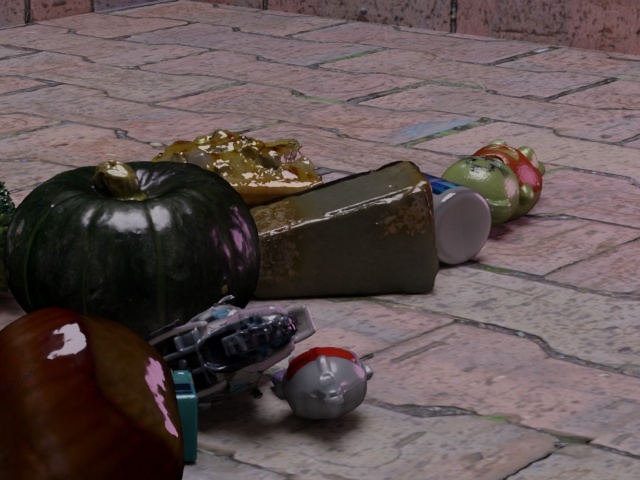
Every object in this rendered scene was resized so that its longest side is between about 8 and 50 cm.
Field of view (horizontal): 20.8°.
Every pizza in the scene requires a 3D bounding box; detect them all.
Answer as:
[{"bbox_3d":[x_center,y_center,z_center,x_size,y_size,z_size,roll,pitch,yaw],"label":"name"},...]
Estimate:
[{"bbox_3d":[-0.122,-0.115,2.681,0.323,0.089,0.223,7,20,19],"label":"pizza"}]

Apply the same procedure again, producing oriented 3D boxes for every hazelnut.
[{"bbox_3d":[-0.225,0.168,1.520,0.229,0.229,0.229,1,16,0],"label":"hazelnut"}]

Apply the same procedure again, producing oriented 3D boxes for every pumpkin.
[{"bbox_3d":[-0.215,0.007,2.026,0.300,0.207,0.300,0,15,0],"label":"pumpkin"}]

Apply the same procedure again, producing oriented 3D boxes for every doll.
[{"bbox_3d":[0.001,0.144,1.800,0.102,0.075,0.227,-16,9,-7],"label":"doll"}]

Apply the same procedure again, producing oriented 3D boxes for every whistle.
[{"bbox_3d":[0.257,-0.084,2.537,0.131,0.106,0.288,16,22,26],"label":"whistle"}]

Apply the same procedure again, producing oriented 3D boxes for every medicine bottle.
[{"bbox_3d":[0.135,-0.039,2.376,0.107,0.107,0.191,-10,19,-33],"label":"medicine bottle"}]

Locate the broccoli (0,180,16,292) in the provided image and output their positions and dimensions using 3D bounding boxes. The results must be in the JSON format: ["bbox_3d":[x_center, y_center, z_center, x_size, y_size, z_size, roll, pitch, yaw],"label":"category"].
[{"bbox_3d":[-0.460,0.000,2.137,0.194,0.194,0.220,-3,-22,-12],"label":"broccoli"}]

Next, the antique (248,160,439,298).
[{"bbox_3d":[0.000,0.000,2.216,0.284,0.150,0.125,-10,18,-7],"label":"antique"}]

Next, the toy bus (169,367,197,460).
[{"bbox_3d":[-0.200,0.173,1.688,0.160,0.079,0.092,-1,17,-10],"label":"toy bus"}]

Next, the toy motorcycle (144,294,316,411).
[{"bbox_3d":[-0.089,0.109,1.821,0.239,0.108,0.204,-3,6,36],"label":"toy motorcycle"}]
